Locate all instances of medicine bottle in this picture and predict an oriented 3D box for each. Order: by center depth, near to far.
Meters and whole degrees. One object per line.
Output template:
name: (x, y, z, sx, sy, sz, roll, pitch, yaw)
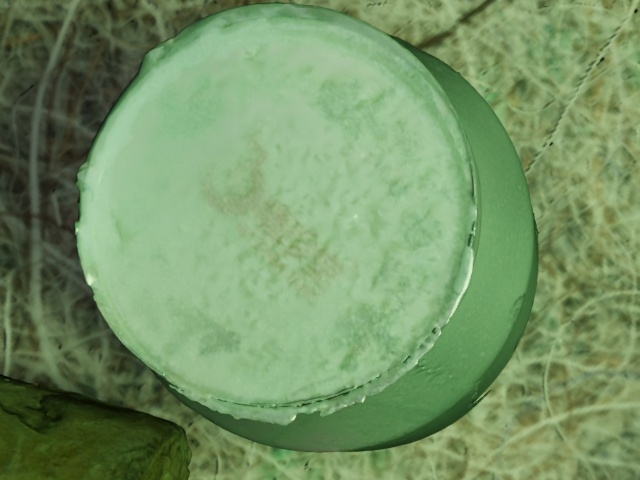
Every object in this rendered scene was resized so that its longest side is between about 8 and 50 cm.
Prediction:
medicine bottle: (0.000, 0.000, 0.879, 0.245, 0.290, 0.245, -1, 85, 7)

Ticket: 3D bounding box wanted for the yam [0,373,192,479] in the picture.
yam: (-0.229, 0.162, 0.941, 0.300, 0.195, 0.195, 15, 87, 9)
